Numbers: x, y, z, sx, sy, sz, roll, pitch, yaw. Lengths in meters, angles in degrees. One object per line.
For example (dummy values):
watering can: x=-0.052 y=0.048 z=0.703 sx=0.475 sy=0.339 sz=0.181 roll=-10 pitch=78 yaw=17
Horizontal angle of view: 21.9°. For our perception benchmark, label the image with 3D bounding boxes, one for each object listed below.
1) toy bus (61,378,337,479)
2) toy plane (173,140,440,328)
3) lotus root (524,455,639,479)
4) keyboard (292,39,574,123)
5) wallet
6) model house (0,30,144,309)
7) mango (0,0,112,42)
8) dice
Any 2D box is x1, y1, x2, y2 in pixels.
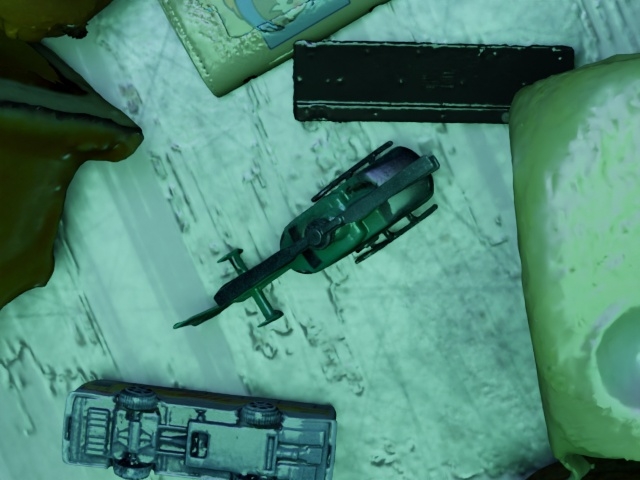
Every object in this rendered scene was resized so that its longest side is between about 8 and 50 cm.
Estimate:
toy bus: x=-0.083 y=0.136 z=1.174 sx=0.191 sy=0.075 sz=0.064 roll=6 pitch=100 yaw=4
toy plane: x=0.000 y=0.000 z=1.141 sx=0.235 sy=0.096 sz=0.060 roll=-35 pitch=90 yaw=27
lotus root: x=0.238 y=0.203 z=1.125 sx=0.241 sy=0.124 sz=0.123 roll=-4 pitch=94 yaw=7
keyboard: x=0.078 y=-0.109 z=1.144 sx=0.196 sy=0.018 sz=0.060 roll=1 pitch=114 yaw=2
wallet: x=-0.033 y=-0.182 z=1.145 sx=0.155 sy=0.039 sz=0.110 roll=-29 pitch=95 yaw=8
model house: x=-0.298 y=-0.054 z=1.146 sx=0.268 sy=0.173 sz=0.239 roll=40 pitch=116 yaw=30
mango: x=-0.192 y=-0.257 z=1.099 sx=0.151 sy=0.156 sz=0.248 roll=9 pitch=99 yaw=41
dice: x=0.254 y=0.014 z=1.015 sx=0.250 sy=0.252 sz=0.254 roll=-7 pitch=85 yaw=12
